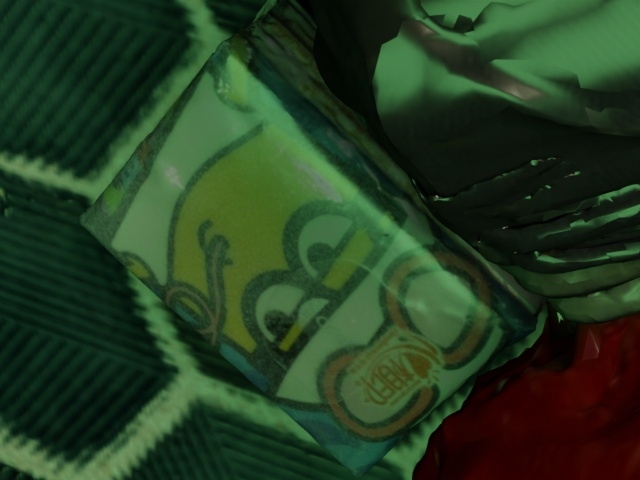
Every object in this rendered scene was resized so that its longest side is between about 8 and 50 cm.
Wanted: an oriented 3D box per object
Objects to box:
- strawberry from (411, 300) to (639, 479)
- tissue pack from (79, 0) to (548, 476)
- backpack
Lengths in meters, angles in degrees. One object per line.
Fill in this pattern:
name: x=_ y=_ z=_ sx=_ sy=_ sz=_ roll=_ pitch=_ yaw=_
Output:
strawberry: x=0.156 y=0.133 z=0.496 sx=0.257 sy=0.257 sz=0.277 roll=-14 pitch=85 yaw=32
tissue pack: x=0.000 y=0.000 z=0.630 sx=0.155 sy=0.065 sz=0.115 roll=44 pitch=128 yaw=0
backpack: x=0.081 y=-0.125 z=0.441 sx=0.206 sy=0.258 sz=0.133 roll=-19 pitch=145 yaw=25
